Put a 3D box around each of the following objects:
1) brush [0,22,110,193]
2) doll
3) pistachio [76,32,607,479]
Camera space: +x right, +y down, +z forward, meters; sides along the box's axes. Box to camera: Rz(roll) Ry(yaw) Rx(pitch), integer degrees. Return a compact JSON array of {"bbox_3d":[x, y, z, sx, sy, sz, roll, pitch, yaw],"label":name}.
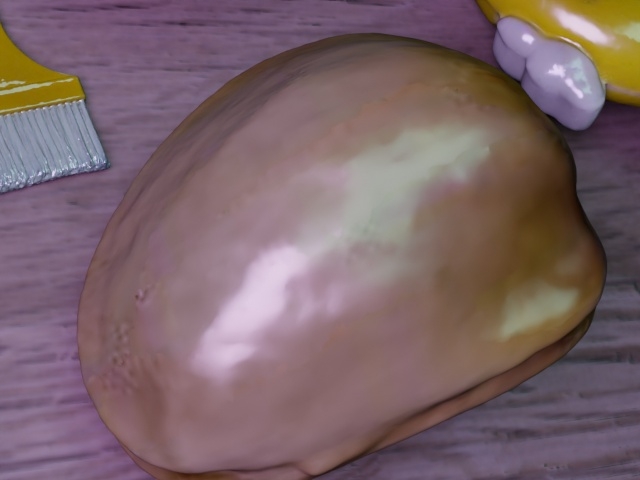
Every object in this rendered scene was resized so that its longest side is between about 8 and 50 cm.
[{"bbox_3d":[-0.186,-0.120,0.550,0.083,0.011,0.205,-16,75,-27],"label":"brush"},{"bbox_3d":[0.211,-0.179,0.686,0.237,0.111,0.252,-9,61,-10],"label":"doll"},{"bbox_3d":[0.000,0.000,0.501,0.260,0.163,0.212,-24,58,-16],"label":"pistachio"}]
